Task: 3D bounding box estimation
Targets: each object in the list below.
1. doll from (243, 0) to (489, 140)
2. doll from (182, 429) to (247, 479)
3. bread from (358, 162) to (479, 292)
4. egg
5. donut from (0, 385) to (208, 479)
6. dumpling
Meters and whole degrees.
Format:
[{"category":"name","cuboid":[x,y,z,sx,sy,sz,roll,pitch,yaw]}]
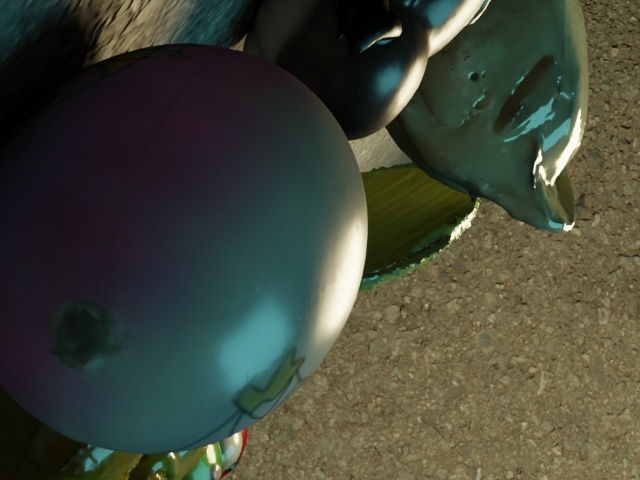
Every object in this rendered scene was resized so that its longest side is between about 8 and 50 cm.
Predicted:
[{"category":"doll","cuboid":[0.043,-0.164,1.227,0.257,0.117,0.182,-50,174,-26]},{"category":"doll","cuboid":[-0.174,0.227,2.035,0.183,0.160,0.363,-53,178,37]},{"category":"bread","cuboid":[0.006,-0.001,1.595,0.301,0.045,0.301,-15,-162,5]},{"category":"egg","cuboid":[-0.071,-0.001,0.898,0.196,0.196,0.271,-52,175,11]},{"category":"donut","cuboid":[-0.122,0.075,1.219,0.261,0.128,0.208,-49,158,-7]},{"category":"dumpling","cuboid":[0.138,-0.164,1.562,0.187,0.318,0.243,-13,-166,15]}]
